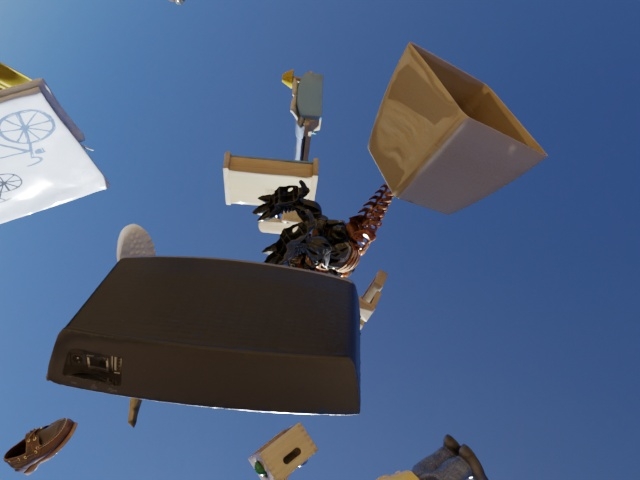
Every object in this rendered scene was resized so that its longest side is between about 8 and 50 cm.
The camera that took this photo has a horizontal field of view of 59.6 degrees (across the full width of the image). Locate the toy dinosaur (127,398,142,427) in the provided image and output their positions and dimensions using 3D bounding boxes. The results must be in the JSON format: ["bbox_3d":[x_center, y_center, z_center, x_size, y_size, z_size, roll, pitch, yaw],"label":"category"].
[{"bbox_3d":[-0.262,0.175,0.935,0.118,0.064,0.268,28,-136,15],"label":"toy dinosaur"}]

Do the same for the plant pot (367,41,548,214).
[{"bbox_3d":[0.105,-0.086,0.486,0.096,0.109,0.109,-50,-137,32],"label":"plant pot"}]

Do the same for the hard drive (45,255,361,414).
[{"bbox_3d":[-0.088,0.074,0.505,0.254,0.054,0.172,6,-154,2],"label":"hard drive"}]

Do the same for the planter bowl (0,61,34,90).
[{"bbox_3d":[-0.685,-0.319,1.158,0.217,0.217,0.090,19,-95,45],"label":"planter bowl"}]

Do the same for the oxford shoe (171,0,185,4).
[{"bbox_3d":[-0.280,-0.501,0.967,0.096,0.083,0.227,-11,-109,-12],"label":"oxford shoe"}]

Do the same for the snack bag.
[{"bbox_3d":[-0.581,-0.135,1.016,0.323,0.342,0.037,-20,-112,-6],"label":"snack bag"}]

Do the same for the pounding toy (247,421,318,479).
[{"bbox_3d":[-0.088,0.483,1.204,0.141,0.130,0.100,-31,-101,-30],"label":"pounding toy"}]

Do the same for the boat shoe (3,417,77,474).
[{"bbox_3d":[-0.630,0.455,1.249,0.207,0.073,0.073,-39,-158,17],"label":"boat shoe"}]

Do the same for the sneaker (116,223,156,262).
[{"bbox_3d":[-0.437,0.052,1.300,0.090,0.235,0.095,-21,-134,-31],"label":"sneaker"}]

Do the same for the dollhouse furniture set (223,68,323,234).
[{"bbox_3d":[-0.107,-0.212,1.327,0.198,0.286,0.304,5,-121,-4],"label":"dollhouse furniture set"}]

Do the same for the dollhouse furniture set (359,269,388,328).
[{"bbox_3d":[0.077,0.127,1.385,0.151,0.123,0.144,-59,177,-45],"label":"dollhouse furniture set"}]

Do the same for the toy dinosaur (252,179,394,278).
[{"bbox_3d":[0.000,0.000,1.004,0.322,0.218,0.164,-55,-142,8],"label":"toy dinosaur"}]

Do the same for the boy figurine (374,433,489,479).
[{"bbox_3d":[0.134,0.431,0.898,0.285,0.092,0.177,-31,-174,-17],"label":"boy figurine"}]
